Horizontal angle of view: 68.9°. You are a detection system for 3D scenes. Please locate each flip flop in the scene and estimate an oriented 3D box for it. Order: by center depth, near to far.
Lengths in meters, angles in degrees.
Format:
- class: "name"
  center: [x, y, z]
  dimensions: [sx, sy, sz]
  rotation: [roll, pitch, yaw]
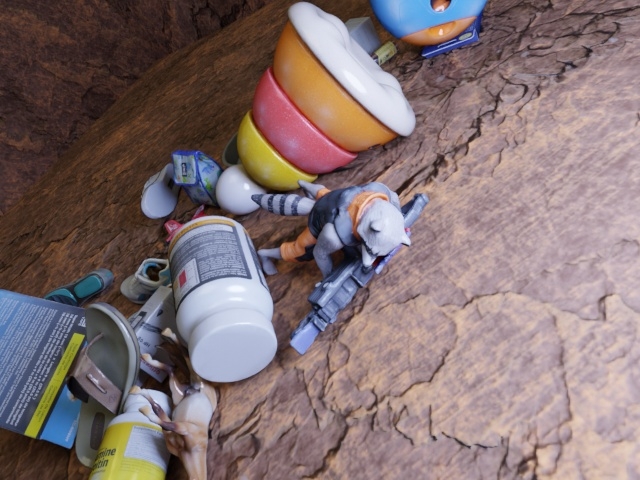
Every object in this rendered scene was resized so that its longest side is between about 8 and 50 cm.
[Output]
- class: "flip flop"
  center: [-0.368, 0.240, 0.759]
  dimensions: [0.112, 0.080, 0.276]
  rotation: [10, 92, 25]

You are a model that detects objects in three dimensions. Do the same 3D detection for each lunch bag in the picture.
- class: "lunch bag"
  center: [-0.318, -0.170, 1.231]
  dimensions: [0.129, 0.151, 0.096]
  rotation: [10, 46, 44]

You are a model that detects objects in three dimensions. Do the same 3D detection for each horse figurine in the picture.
- class: "horse figurine"
  center: [-0.209, 0.244, 0.698]
  dimensions: [0.066, 0.174, 0.263]
  rotation: [-29, 24, 2]

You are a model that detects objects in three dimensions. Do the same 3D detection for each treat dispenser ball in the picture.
- class: "treat dispenser ball"
  center: [0.253, -0.611, 1.089]
  dimensions: [0.289, 0.288, 0.288]
  rotation: [-22, 38, 19]

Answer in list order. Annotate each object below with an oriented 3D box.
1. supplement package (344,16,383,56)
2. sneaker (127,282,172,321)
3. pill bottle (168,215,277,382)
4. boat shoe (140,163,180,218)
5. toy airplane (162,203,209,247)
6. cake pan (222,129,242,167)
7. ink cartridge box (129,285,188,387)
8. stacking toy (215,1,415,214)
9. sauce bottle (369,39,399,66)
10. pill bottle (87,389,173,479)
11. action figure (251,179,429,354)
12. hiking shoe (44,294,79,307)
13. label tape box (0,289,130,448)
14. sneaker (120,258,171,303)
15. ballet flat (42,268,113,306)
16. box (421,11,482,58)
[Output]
- class: "supplement package"
  center: [0.079, -0.573, 1.406]
  dimensions: [0.179, 0.105, 0.105]
  rotation: [-44, 37, -12]
- class: "sneaker"
  center: [-0.341, 0.156, 0.944]
  dimensions: [0.225, 0.088, 0.093]
  rotation: [-46, 36, -14]
- class: "pill bottle"
  center: [-0.172, 0.092, 0.805]
  dimensions: [0.162, 0.162, 0.278]
  rotation: [-33, 41, 4]
- class: "boat shoe"
  center: [-0.490, -0.140, 1.395]
  dimensions: [0.088, 0.096, 0.267]
  rotation: [-28, 35, 18]
- class: "toy airplane"
  center: [-0.352, -0.038, 1.221]
  dimensions: [0.151, 0.028, 0.151]
  rotation: [-21, 40, 18]
- class: "cake pan"
  center: [-0.140, -0.286, 1.306]
  dimensions: [0.294, 0.054, 0.293]
  rotation: [-22, 38, 19]
- class: "ink cartridge box"
  center: [-0.306, 0.186, 0.862]
  dimensions: [0.060, 0.104, 0.180]
  rotation: [4, 52, 49]
- class: "stacking toy"
  center: [-0.064, -0.231, 1.043]
  dimensions: [0.480, 0.351, 0.350]
  rotation: [-42, 32, 24]
- class: "sauce bottle"
  center: [0.164, -0.518, 1.329]
  dimensions: [0.128, 0.042, 0.042]
  rotation: [-39, 36, -1]
- class: "pill bottle"
  center: [-0.276, 0.322, 0.688]
  dimensions: [0.103, 0.103, 0.184]
  rotation: [-23, 38, 18]
- class: "action figure"
  center: [0.000, 0.000, 0.772]
  dimensions: [0.330, 0.178, 0.341]
  rotation: [0, 45, 53]
- class: "hiking shoe"
  center: [-0.661, 0.273, 1.087]
  dimensions: [0.303, 0.113, 0.132]
  rotation: [-61, 12, -21]
- class: "label tape box"
  center: [-0.539, 0.249, 0.922]
  dimensions: [0.334, 0.105, 0.240]
  rotation: [9, 64, 16]
- class: "sneaker"
  center: [-0.380, 0.085, 1.051]
  dimensions: [0.229, 0.092, 0.087]
  rotation: [-10, 45, 33]
- class: "ballet flat"
  center: [-0.642, 0.136, 1.245]
  dimensions: [0.213, 0.072, 0.068]
  rotation: [-24, 10, 14]
- class: "box"
  center: [0.346, -0.549, 1.218]
  dimensions: [0.137, 0.036, 0.225]
  rotation: [-9, 44, 33]
